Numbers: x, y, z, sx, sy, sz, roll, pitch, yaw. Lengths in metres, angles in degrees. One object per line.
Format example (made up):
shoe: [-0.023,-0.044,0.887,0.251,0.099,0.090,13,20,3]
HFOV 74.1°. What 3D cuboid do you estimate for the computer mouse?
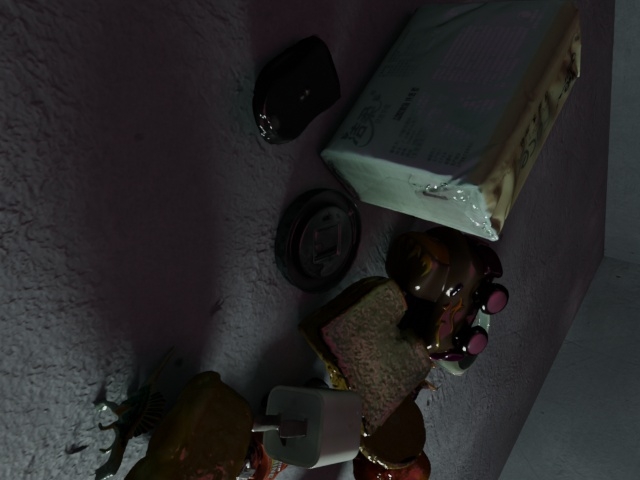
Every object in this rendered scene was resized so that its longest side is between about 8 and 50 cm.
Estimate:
computer mouse: [-0.046,-0.240,0.694,0.217,0.073,0.122,-49,136,-31]

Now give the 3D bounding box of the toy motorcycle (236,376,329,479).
toy motorcycle: [-0.090,0.410,0.875,0.298,0.089,0.171,-29,125,-37]

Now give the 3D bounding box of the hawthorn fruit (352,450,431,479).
hawthorn fruit: [0.163,0.606,1.150,0.243,0.207,0.208,25,85,-20]

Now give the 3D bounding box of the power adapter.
power adapter: [-0.031,0.323,0.747,0.204,0.129,0.125,28,63,-51]

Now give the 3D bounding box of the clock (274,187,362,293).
clock: [0.000,0.000,0.854,0.214,0.041,0.215,-19,117,-41]

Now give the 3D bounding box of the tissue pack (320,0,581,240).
tissue pack: [0.253,-0.243,0.817,0.405,0.331,0.205,-59,141,-13]

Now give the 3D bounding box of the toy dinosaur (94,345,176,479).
toy dinosaur: [-0.263,0.246,0.621,0.187,0.106,0.044,-40,127,-28]

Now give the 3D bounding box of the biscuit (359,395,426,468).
biscuit: [0.175,0.482,1.110,0.225,0.226,0.042,-22,151,-40]

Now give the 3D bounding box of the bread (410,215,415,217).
bread: [0.280,-0.125,1.076,0.160,0.073,0.161,-20,119,-41]

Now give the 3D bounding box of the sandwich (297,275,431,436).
sandwich: [0.111,0.231,0.929,0.248,0.095,0.274,-31,101,-28]

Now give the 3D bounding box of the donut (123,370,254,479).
donut: [-0.187,0.309,0.621,0.128,0.261,0.209,31,87,-5]

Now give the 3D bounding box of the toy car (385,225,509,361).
toy car: [0.275,0.129,1.057,0.240,0.271,0.341,11,105,-24]

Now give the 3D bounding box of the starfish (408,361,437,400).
starfish: [0.278,0.473,1.305,0.216,0.071,0.238,28,94,-53]

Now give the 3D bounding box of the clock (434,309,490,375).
clock: [0.454,0.302,1.389,0.324,0.108,0.265,45,70,-46]
